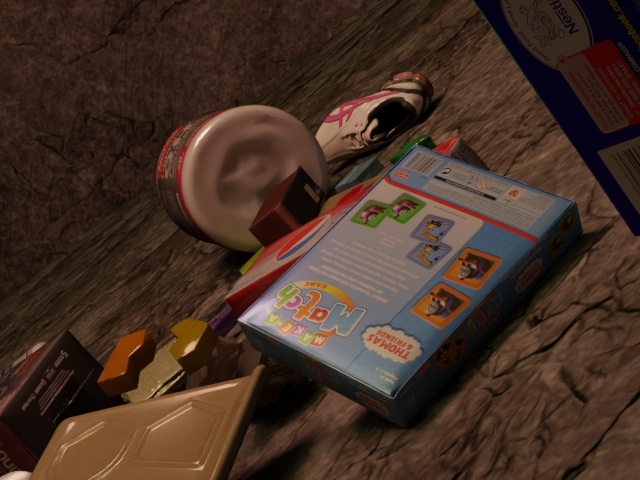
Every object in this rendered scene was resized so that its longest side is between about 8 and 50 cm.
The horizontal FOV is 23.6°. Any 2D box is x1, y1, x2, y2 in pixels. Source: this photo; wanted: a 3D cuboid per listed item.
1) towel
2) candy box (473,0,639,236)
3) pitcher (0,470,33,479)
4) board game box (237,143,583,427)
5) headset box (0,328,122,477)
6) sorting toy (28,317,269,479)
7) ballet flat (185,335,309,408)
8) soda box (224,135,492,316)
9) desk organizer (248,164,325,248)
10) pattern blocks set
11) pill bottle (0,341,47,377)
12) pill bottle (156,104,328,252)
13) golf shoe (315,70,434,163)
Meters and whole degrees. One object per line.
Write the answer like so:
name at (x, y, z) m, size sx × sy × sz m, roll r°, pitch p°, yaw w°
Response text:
towel at (-0.165, 0.140, 1.644) m, size 0.110 × 0.027 × 0.148 m, roll -41°, pitch 11°, yaw -10°
candy box at (0.249, -0.207, 1.062) m, size 0.122 × 0.268 × 0.317 m, roll -20°, pitch 21°, yaw 49°
pitcher at (-0.308, 0.301, 1.295) m, size 0.177 × 0.125 × 0.207 m, roll -58°, pitch -3°, yaw 13°
board game box at (0.066, 0.026, 1.132) m, size 0.160 × 0.039 × 0.211 m, roll 24°, pitch 58°, yaw 40°
headset box at (-0.355, 0.235, 1.662) m, size 0.293 × 0.110 × 0.218 m, roll -35°, pitch 12°, yaw 22°
sorting toy at (-0.139, 0.168, 1.192) m, size 0.229 × 0.041 × 0.307 m, roll -19°, pitch 28°, yaw 29°
ballet flat at (-0.068, 0.121, 1.359) m, size 0.250 × 0.058 × 0.084 m, roll 154°, pitch 128°, yaw -67°
soda box at (0.039, 0.011, 1.353) m, size 0.263 × 0.083 × 0.092 m, roll -31°, pitch 14°, yaw 39°
desk organizer at (-0.037, -0.033, 1.717) m, size 0.050 × 0.047 × 0.130 m, roll -38°, pitch 11°, yaw 20°
pattern blocks set at (0.000, 0.000, 1.657) m, size 0.325 × 0.026 × 0.285 m, roll -45°, pitch 13°, yaw -25°
pill bottle at (-0.374, 0.209, 1.867) m, size 0.169 × 0.094 × 0.094 m, roll -38°, pitch 11°, yaw 7°
pill bottle at (-0.111, -0.079, 1.936) m, size 0.176 × 0.176 × 0.318 m, roll -41°, pitch 11°, yaw -9°
golf shoe at (0.056, -0.147, 1.942) m, size 0.186 × 0.067 × 0.086 m, roll -32°, pitch 15°, yaw 31°
